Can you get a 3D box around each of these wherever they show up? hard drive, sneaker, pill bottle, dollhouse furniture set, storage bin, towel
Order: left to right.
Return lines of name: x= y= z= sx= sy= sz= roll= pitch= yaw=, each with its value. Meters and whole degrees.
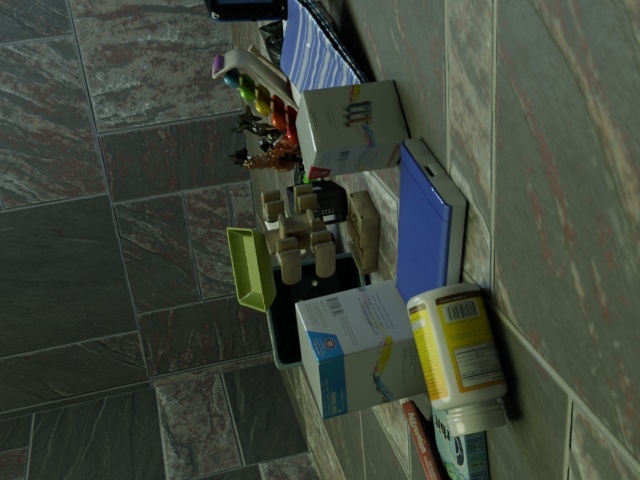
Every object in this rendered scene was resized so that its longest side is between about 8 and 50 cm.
sneaker: x=-0.094 y=-0.516 z=2.205 sx=0.286 sy=0.109 sz=0.130 roll=-107 pitch=0 yaw=-63
sneaker: x=-0.050 y=-0.162 z=2.419 sx=0.089 sy=0.051 sz=0.170 roll=-126 pitch=32 yaw=-67
storage bin: x=-0.011 y=-0.096 z=2.073 sx=0.180 sy=0.122 sz=0.085 roll=-138 pitch=38 yaw=-73
dollhouse furniture set: x=0.000 y=0.000 z=1.792 sx=0.212 sy=0.241 sz=0.161 roll=-111 pitch=15 yaw=-45
towel: x=0.007 y=-0.337 z=1.707 sx=0.336 sy=0.040 sz=0.243 roll=59 pitch=156 yaw=24
hard drive: x=0.184 y=0.014 z=1.390 sx=0.210 sy=0.040 sz=0.319 roll=-115 pitch=18 yaw=-51
pill bottle: x=0.210 y=0.179 z=1.215 sx=0.117 sy=0.117 sz=0.215 roll=118 pitch=141 yaw=-73

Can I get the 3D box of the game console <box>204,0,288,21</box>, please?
game console: x=-0.140 y=-0.618 z=1.828 sx=0.293 sy=0.250 sz=0.174 roll=-115 pitch=23 yaw=-57

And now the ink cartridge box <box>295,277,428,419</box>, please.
ink cartridge box: x=0.088 y=0.207 z=1.567 sx=0.171 sy=0.232 sz=0.168 roll=-114 pitch=15 yaw=-50

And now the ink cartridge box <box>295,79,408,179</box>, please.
ink cartridge box: x=0.056 y=-0.203 z=1.485 sx=0.128 sy=0.176 sz=0.128 roll=112 pitch=148 yaw=-69

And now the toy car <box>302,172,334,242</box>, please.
toy car: x=-0.011 y=-0.084 z=2.278 sx=0.239 sy=0.053 sz=0.225 roll=-123 pitch=25 yaw=-61

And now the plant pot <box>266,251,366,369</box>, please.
plant pot: x=-0.005 y=0.164 z=2.038 sx=0.252 sy=0.247 sz=0.247 roll=-87 pitch=-13 yaw=-88

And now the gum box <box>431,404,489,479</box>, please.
gum box: x=0.241 y=0.338 z=1.413 sx=0.157 sy=0.041 sz=0.185 roll=-136 pitch=36 yaw=-72

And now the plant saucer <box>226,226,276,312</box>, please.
plant saucer: x=-0.154 y=0.060 z=1.857 sx=0.188 sy=0.045 sz=0.189 roll=-175 pitch=75 yaw=-66

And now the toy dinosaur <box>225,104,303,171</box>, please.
toy dinosaur: x=-0.119 y=-0.247 z=2.103 sx=0.322 sy=0.218 sz=0.165 roll=3 pitch=-75 yaw=-74

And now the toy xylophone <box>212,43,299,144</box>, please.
toy xylophone: x=-0.125 y=-0.375 z=2.041 sx=0.322 sy=0.081 sz=0.236 roll=39 pitch=-158 yaw=-16

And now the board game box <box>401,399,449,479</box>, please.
board game box: x=0.224 y=0.453 z=1.525 sx=0.145 sy=0.027 sz=0.281 roll=54 pitch=-165 yaw=-56

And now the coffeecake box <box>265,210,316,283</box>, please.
coffeecake box: x=-0.066 y=0.024 z=2.188 sx=0.142 sy=0.068 sz=0.185 roll=63 pitch=-175 yaw=29

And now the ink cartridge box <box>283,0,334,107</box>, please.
ink cartridge box: x=-0.027 y=-0.435 z=1.907 sx=0.159 sy=0.092 sz=0.218 roll=-115 pitch=20 yaw=-51
